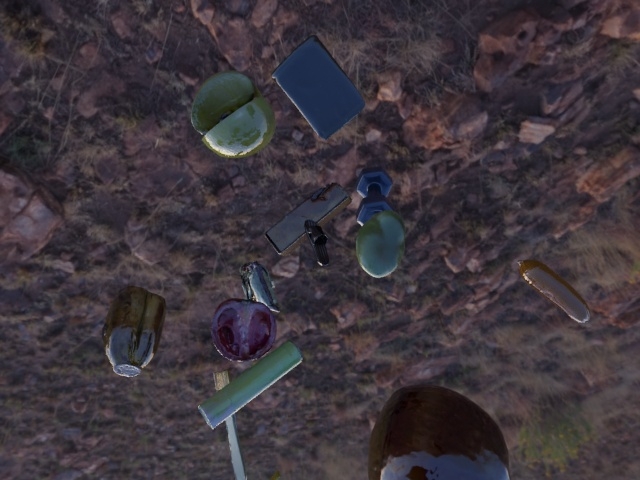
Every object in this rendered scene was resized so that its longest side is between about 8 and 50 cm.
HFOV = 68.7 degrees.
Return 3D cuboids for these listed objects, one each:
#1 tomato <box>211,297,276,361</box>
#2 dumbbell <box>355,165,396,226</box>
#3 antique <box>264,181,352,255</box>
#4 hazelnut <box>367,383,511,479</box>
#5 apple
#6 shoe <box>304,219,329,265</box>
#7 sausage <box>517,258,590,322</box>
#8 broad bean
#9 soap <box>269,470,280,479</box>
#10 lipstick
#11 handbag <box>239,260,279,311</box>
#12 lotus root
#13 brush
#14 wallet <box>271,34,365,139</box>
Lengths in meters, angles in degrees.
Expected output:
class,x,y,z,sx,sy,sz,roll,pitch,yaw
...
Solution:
class,x,y,z,sx,sy,sz,roll,pitch,yaw
tomato,-0.224,0.248,1.327,0.189,0.174,0.099,9,178,-23
dumbbell,0.221,-0.172,1.903,0.159,0.325,0.144,-8,126,10
antique,-0.038,-0.079,1.589,0.310,0.093,0.087,-39,167,4
hazelnut,0.330,0.628,1.341,0.420,0.421,0.353,-20,123,13
apple,-0.295,-0.420,1.593,0.254,0.292,0.292,-36,135,9
shoe,0.000,0.000,1.475,0.062,0.160,0.053,-7,163,-38
sausage,0.471,0.098,0.937,0.183,0.062,0.054,42,139,8
broad bean,0.191,0.009,1.451,0.169,0.228,0.100,48,153,-13
soap,-0.174,0.863,1.671,0.012,0.034,0.089,41,88,-29
lipstick,-0.180,0.379,1.258,0.304,0.076,0.076,-32,150,-29
handbag,-0.258,0.201,1.980,0.127,0.235,0.213,-19,-179,-27
lotus root,-0.607,0.287,1.521,0.193,0.291,0.193,2,151,1
brush,-0.273,0.572,1.444,0.085,0.337,0.020,-22,164,32
wallet,-0.005,-0.420,1.302,0.168,0.052,0.245,-37,95,16
